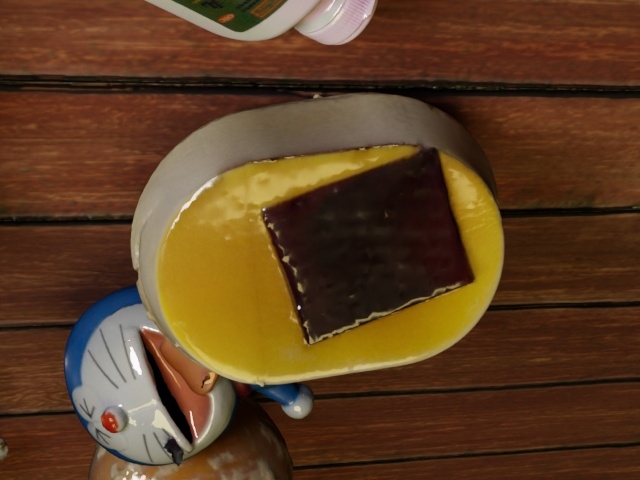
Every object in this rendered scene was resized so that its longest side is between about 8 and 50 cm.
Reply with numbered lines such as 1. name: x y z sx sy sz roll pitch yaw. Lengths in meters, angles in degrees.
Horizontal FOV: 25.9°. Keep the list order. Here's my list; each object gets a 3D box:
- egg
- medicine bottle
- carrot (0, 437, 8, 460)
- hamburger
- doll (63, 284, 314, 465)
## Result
1. egg: -0.129 0.234 1.367 0.195 0.195 0.233 -26 171 18
2. medicine bottle: -0.058 -0.190 0.880 0.219 0.078 0.115 21 132 -40
3. carrot: -0.440 0.266 1.431 0.336 0.069 0.069 -27 144 28
4. hamburger: 0.000 0.000 1.090 0.295 0.151 0.227 -5 108 -7
5. doll: -0.095 0.103 1.226 0.257 0.161 0.215 -26 118 -1
